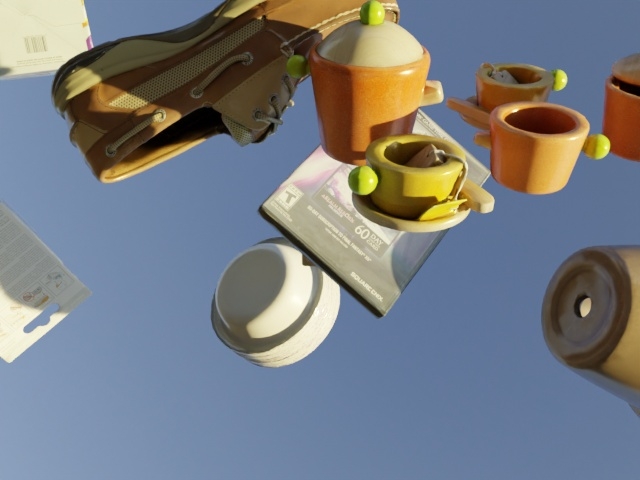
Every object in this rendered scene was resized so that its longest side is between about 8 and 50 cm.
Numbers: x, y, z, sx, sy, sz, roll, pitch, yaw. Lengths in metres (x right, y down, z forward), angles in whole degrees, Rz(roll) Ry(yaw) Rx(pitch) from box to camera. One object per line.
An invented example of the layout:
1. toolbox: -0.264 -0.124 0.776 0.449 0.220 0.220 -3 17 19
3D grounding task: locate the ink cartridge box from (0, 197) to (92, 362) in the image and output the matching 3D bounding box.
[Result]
1. ink cartridge box: -0.534 0.066 1.149 0.066 0.189 0.232 37 -16 48

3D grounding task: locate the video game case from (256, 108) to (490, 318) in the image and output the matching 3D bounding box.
1. video game case: 0.077 -0.063 0.876 0.196 0.274 0.026 41 -28 -1

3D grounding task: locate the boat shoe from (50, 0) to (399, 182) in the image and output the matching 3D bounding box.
1. boat shoe: -0.078 -0.143 0.638 0.324 0.122 0.119 -21 -99 2

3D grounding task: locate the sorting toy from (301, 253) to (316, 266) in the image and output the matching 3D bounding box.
1. sorting toy: 0.000 0.000 1.085 0.062 0.012 0.083 2 -80 14

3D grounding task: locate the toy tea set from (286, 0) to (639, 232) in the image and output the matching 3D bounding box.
1. toy tea set: 0.145 -0.125 0.551 0.200 0.336 0.124 48 -35 49

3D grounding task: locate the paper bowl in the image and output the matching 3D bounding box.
1. paper bowl: -0.113 0.120 1.502 0.284 0.284 0.148 -2 -30 31

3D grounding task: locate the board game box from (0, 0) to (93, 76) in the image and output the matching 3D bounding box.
1. board game box: -0.413 -0.311 0.991 0.275 0.145 0.142 -149 -131 -67

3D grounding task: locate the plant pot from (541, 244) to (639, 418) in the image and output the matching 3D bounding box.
1. plant pot: 0.409 0.102 0.841 0.229 0.263 0.263 16 -53 -19
